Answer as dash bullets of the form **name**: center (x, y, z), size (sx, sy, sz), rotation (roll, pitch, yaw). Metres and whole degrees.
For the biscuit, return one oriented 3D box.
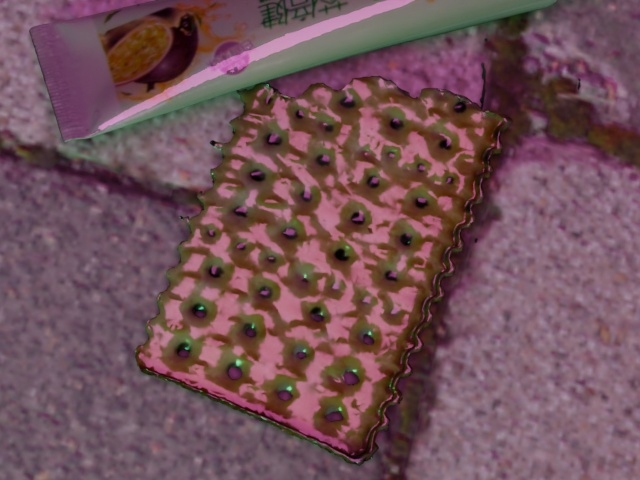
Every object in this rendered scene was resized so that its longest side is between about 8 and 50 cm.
- **biscuit**: center (0.000, 0.000, 0.939), size (0.144, 0.016, 0.203), rotation (22, 78, -3)

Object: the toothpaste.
- **toothpaste**: center (0.010, -0.120, 0.949), size (0.314, 0.058, 0.056), rotation (-15, 104, -9)
